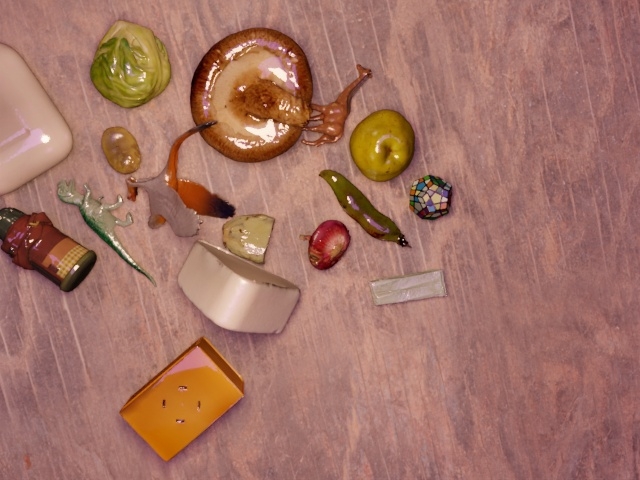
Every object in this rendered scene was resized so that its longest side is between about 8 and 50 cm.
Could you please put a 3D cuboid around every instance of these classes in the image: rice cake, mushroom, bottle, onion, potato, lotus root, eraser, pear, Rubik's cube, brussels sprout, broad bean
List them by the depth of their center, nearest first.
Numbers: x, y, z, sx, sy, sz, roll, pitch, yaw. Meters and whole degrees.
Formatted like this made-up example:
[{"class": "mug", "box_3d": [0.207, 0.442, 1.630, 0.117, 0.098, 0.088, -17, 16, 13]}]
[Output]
[{"class": "brussels sprout", "box_3d": [-0.501, -0.457, 1.521, 0.223, 0.161, 0.223, -1, 86, 16]}, {"class": "bottle", "box_3d": [-0.740, 0.011, 1.532, 0.271, 0.143, 0.156, 36, 90, -6]}, {"class": "mushroom", "box_3d": [-0.180, -0.378, 1.534, 0.346, 0.239, 0.344, 0, 70, 0]}, {"class": "eraser", "box_3d": [-0.197, 0.145, 1.563, 0.332, 0.331, 0.149, 25, 92, -7]}, {"class": "potato", "box_3d": [-0.538, -0.242, 1.568, 0.092, 0.070, 0.137, -24, 79, -2]}, {"class": "pear", "box_3d": [0.172, -0.259, 1.582, 0.198, 0.198, 0.198, 0, 94, -6]}, {"class": "lotus root", "box_3d": [-0.202, -0.011, 1.606, 0.144, 0.070, 0.142, 7, 78, -6]}, {"class": "onion", "box_3d": [0.000, 0.000, 1.631, 0.140, 0.150, 0.150, 29, 91, 33]}, {"class": "Rubik's cube", "box_3d": [0.313, -0.121, 1.646, 0.133, 0.133, 0.112, -48, 126, -1]}, {"class": "broad bean", "box_3d": [0.125, -0.080, 1.655, 0.339, 0.061, 0.077, 42, 82, -8]}, {"class": "rice cake", "box_3d": [0.255, 0.139, 1.694, 0.226, 0.040, 0.084, -8, 95, -6]}]

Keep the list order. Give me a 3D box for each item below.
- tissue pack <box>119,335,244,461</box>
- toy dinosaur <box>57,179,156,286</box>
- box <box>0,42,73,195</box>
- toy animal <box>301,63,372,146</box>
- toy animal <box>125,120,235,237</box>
[{"class": "tissue pack", "box_3d": [-0.372, 0.431, 1.600, 0.275, 0.145, 0.194, -40, 95, -1]}, {"class": "toy dinosaur", "box_3d": [-0.551, -0.046, 1.584, 0.129, 0.076, 0.383, -43, 94, 5]}, {"class": "box", "box_3d": [-0.839, -0.313, 1.499, 0.289, 0.141, 0.348, -33, 96, -4]}, {"class": "toy animal", "box_3d": [0.044, -0.381, 1.628, 0.230, 0.066, 0.224, -9, 76, 4]}, {"class": "toy animal", "box_3d": [-0.395, -0.161, 1.514, 0.302, 0.225, 0.283, 1, 109, 18]}]
